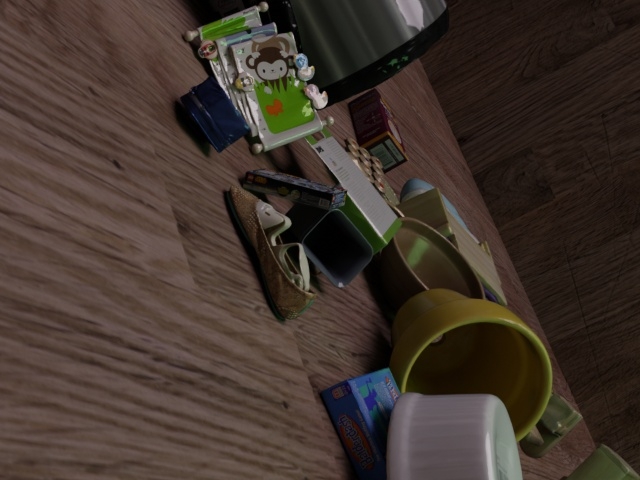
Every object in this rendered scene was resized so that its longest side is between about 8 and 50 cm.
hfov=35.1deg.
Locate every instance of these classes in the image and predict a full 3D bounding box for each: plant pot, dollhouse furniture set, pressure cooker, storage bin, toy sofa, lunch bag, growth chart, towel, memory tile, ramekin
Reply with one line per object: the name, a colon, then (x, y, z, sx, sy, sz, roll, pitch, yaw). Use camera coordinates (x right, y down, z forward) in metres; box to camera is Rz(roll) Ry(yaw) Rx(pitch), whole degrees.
plant pot: (0.223, 0.198, 1.685, 0.254, 0.254, 0.239, 56, 1, -20)
dollhouse furniture set: (0.383, 0.402, 1.986, 0.394, 0.256, 0.362, 47, 6, 30)
pressure cooker: (-0.016, -0.474, 1.767, 0.420, 0.369, 0.375, 61, 12, -18)
storage bin: (0.000, 0.000, 1.566, 0.091, 0.098, 0.135, 38, -7, 48)
toy sofa: (0.272, 0.047, 2.215, 0.362, 0.150, 0.177, 37, 34, -57)
lunch bag: (-0.151, -0.173, 1.396, 0.098, 0.065, 0.067, 54, -3, -34)
growth chart: (-0.089, -0.258, 1.603, 0.237, 0.172, 0.021, 61, -19, -9)
towel: (0.147, -0.104, 2.293, 0.148, 0.027, 0.110, 52, 18, -32)
memory tile: (0.099, -0.166, 2.217, 0.113, 0.012, 0.148, 37, 25, -22)
plant pot: (0.192, 0.077, 1.922, 0.237, 0.110, 0.237, 32, 30, -21)
ramekin: (0.192, 0.338, 1.372, 0.277, 0.135, 0.277, -9, 90, -71)

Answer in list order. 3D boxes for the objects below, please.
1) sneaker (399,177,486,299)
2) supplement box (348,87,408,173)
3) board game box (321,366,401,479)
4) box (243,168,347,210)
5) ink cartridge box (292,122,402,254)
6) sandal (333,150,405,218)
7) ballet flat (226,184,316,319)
sneaker: (0.316, -0.010, 2.478, 0.366, 0.135, 0.150, 57, 18, -26)
supplement box: (0.137, -0.262, 2.423, 0.104, 0.080, 0.188, 48, 21, -40)
board game box: (0.084, 0.269, 1.437, 0.160, 0.047, 0.210, 66, 17, 11)
box: (-0.036, -0.077, 1.502, 0.094, 0.137, 0.027, -25, 129, -75)
ink cartridge box: (0.017, -0.085, 1.734, 0.255, 0.097, 0.189, 52, 16, -1)
sandal: (0.086, -0.059, 1.985, 0.240, 0.088, 0.079, 52, 49, -10)
ballet flat: (-0.061, 0.006, 1.381, 0.206, 0.067, 0.073, 65, 17, 10)
